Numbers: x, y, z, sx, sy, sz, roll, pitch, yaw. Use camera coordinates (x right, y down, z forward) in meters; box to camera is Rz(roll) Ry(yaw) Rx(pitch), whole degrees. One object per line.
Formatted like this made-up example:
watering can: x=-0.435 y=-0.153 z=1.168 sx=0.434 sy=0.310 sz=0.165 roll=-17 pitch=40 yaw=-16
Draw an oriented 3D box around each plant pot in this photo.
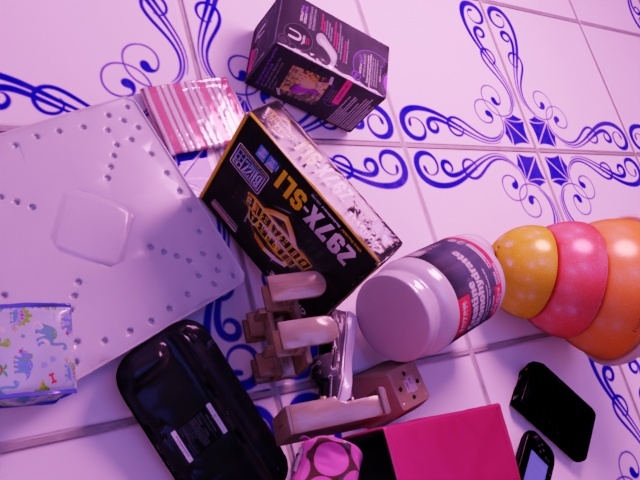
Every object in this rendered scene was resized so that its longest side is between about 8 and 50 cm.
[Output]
plant pot: x=0.134 y=0.278 z=1.307 sx=0.109 sy=0.096 sz=0.109 roll=-16 pitch=78 yaw=-38

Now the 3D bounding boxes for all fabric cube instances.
fabric cube: x=0.154 y=0.428 z=1.146 sx=0.258 sy=0.254 sz=0.259 roll=0 pitch=67 yaw=-37

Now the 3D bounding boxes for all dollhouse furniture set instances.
dollhouse furniture set: x=-0.009 y=0.187 z=1.141 sx=0.161 sy=0.212 sz=0.242 roll=-6 pitch=66 yaw=-20

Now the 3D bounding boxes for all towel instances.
towel: x=-0.233 y=-0.236 z=1.351 sx=0.197 sy=0.029 sz=0.144 roll=-18 pitch=79 yaw=-37

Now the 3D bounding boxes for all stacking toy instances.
stacking toy: x=0.490 y=0.067 z=1.567 sx=0.480 sy=0.350 sz=0.350 roll=13 pitch=60 yaw=-12

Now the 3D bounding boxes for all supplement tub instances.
supplement tub: x=0.216 y=0.109 z=1.371 sx=0.272 sy=0.191 sz=0.191 roll=-21 pitch=81 yaw=-46

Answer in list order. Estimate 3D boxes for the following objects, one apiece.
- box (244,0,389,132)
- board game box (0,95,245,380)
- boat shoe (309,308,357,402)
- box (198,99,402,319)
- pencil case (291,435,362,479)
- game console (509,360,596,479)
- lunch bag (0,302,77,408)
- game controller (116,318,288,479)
box: x=-0.005 y=-0.374 z=1.499 sx=0.270 sy=0.143 sz=0.165 roll=22 pitch=55 yaw=-24
board game box: x=-0.368 y=-0.012 z=1.129 sx=0.390 sy=0.050 sz=0.390 roll=-30 pitch=87 yaw=-40
boat shoe: x=0.014 y=0.221 z=1.267 sx=0.076 sy=0.080 sz=0.228 roll=20 pitch=58 yaw=-14
box: x=-0.045 y=-0.036 z=1.201 sx=0.322 sy=0.257 sz=0.079 roll=50 pitch=48 yaw=7
pencil case: x=-0.012 y=0.384 z=0.997 sx=0.098 sy=0.095 sz=0.209 roll=29 pitch=51 yaw=-13
game console: x=0.473 y=0.447 z=1.496 sx=0.213 sy=0.044 sz=0.361 roll=41 pitch=51 yaw=-12
lunch bag: x=-0.408 y=0.151 z=0.924 sx=0.151 sy=0.096 sz=0.128 roll=6 pitch=65 yaw=-44
game controller: x=-0.178 y=0.285 z=1.096 sx=0.166 sy=0.067 sz=0.319 roll=-34 pitch=96 yaw=-27
